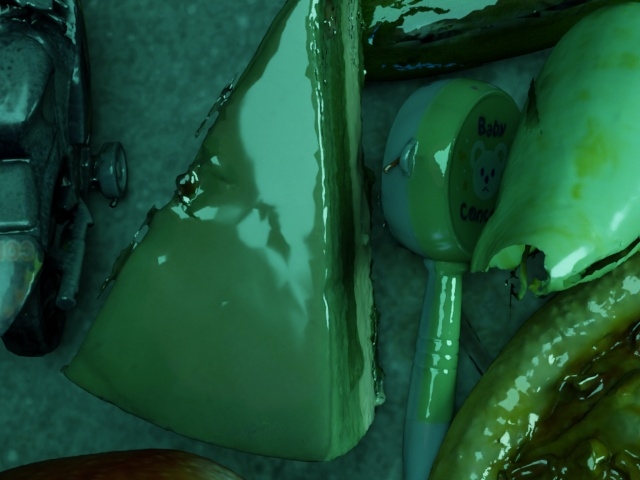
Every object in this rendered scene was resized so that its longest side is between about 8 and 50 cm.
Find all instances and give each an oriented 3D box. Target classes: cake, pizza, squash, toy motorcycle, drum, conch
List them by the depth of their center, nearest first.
[{"bbox_3d":[0.001,-0.006,0.902,0.172,0.158,0.284,31,99,4],"label":"cake"},{"bbox_3d":[0.167,-0.037,0.910,0.143,0.137,0.250,5,51,49],"label":"conch"},{"bbox_3d":[0.221,0.082,0.916,0.365,0.074,0.182,-29,54,4],"label":"pizza"},{"bbox_3d":[-0.193,-0.079,0.958,0.108,0.173,0.307,-3,78,4],"label":"toy motorcycle"},{"bbox_3d":[0.088,0.021,0.969,0.049,0.130,0.253,9,111,33],"label":"drum"},{"bbox_3d":[0.150,-0.170,0.979,0.331,0.087,0.087,-17,79,5],"label":"squash"}]

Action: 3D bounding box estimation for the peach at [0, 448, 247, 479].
[{"bbox_3d":[-0.132,0.291,0.802,0.388,0.388,0.388,-1,80,6],"label":"peach"}]
